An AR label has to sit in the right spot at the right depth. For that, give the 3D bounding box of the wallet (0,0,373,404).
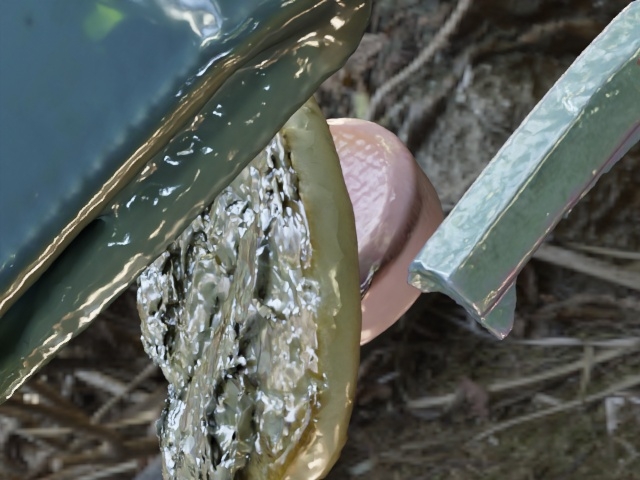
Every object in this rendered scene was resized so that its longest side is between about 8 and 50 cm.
[{"bbox_3d":[-0.180,-0.123,0.442,0.252,0.083,0.360,-45,77,18],"label":"wallet"}]

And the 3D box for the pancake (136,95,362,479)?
[{"bbox_3d":[-0.068,0.040,0.962,0.382,0.071,0.382,-176,90,-68],"label":"pancake"}]

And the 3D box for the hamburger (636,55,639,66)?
[{"bbox_3d":[0.254,-0.081,0.301,0.245,0.282,0.155,133,135,-68],"label":"hamburger"}]

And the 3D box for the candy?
[{"bbox_3d":[0.000,0.000,1.233,0.255,0.094,0.255,-18,48,21],"label":"candy"}]

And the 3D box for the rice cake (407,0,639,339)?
[{"bbox_3d":[0.170,-0.064,0.808,0.290,0.081,0.051,-50,28,-5],"label":"rice cake"}]
